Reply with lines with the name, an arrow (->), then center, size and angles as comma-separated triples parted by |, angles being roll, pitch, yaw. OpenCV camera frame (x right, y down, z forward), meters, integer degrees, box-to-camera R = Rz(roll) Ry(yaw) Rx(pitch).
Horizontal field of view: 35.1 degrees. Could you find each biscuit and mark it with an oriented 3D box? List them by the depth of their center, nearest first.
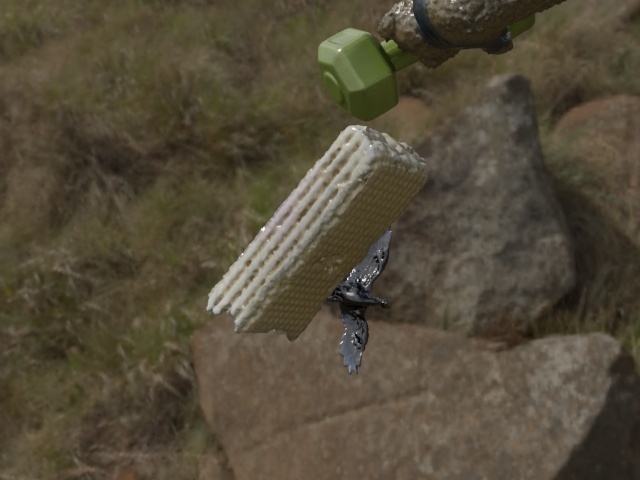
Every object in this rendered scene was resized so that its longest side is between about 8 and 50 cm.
biscuit -> 0.000, 0.000, 0.960 | 0.239, 0.108, 0.062 | -50, 59, 19

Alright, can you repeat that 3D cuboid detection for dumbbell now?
dumbbell -> 0.141, -0.270, 1.334 | 0.302, 0.108, 0.121 | -31, 27, -14

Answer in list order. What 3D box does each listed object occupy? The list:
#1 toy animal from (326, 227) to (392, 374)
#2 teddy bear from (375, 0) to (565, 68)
toy animal -> 0.048, 0.078, 1.432 | 0.108, 0.220, 0.062 | 10, 1, -3
teddy bear -> 0.170, -0.280, 1.177 | 0.251, 0.182, 0.129 | -31, 20, 46
